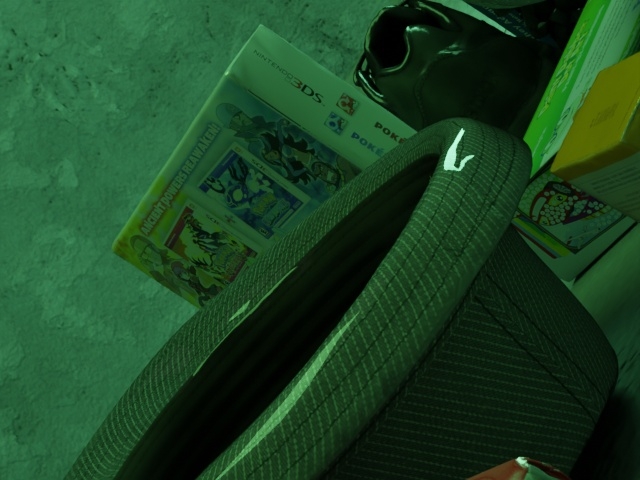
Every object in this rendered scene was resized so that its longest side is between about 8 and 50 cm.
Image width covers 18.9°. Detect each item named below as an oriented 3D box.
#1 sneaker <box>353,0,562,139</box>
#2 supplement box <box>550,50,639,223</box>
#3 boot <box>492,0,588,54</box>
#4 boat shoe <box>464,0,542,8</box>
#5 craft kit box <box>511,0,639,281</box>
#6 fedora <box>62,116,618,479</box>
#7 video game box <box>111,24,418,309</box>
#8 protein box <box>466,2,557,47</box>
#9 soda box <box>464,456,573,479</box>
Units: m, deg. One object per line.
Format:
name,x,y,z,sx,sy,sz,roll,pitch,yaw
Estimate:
sneaker,0.083,-0.094,1.133,0.109,0.130,0.286,-59,4,2
supplement box,0.119,-0.014,0.514,0.036,0.098,0.062,-62,7,-10
boot,0.136,-0.133,1.035,0.045,0.099,0.121,-57,5,25
boat shoe,0.122,-0.186,0.878,0.320,0.118,0.103,-57,-3,-46
craft kit box,0.186,-0.136,0.856,0.246,0.061,0.250,-46,12,52
fedora,0.013,0.079,0.738,0.275,0.124,0.243,-40,13,40
video game box,0.000,0.000,1.031,0.048,0.187,0.205,-61,7,-34
protein box,0.128,-0.241,1.178,0.136,0.200,0.201,-59,6,-16
soda box,0.001,0.147,0.545,0.263,0.083,0.092,-36,20,53
